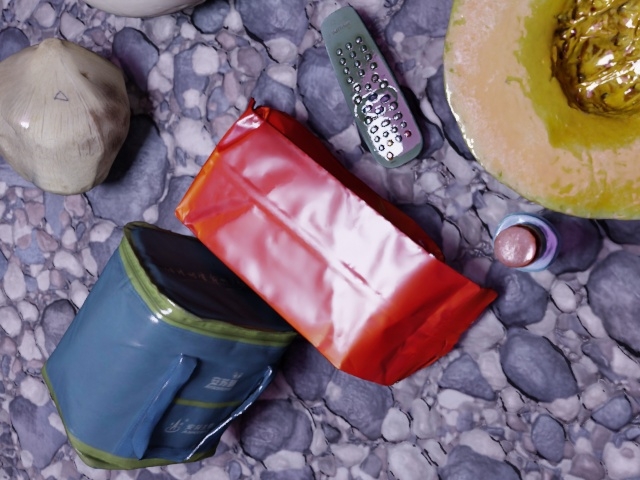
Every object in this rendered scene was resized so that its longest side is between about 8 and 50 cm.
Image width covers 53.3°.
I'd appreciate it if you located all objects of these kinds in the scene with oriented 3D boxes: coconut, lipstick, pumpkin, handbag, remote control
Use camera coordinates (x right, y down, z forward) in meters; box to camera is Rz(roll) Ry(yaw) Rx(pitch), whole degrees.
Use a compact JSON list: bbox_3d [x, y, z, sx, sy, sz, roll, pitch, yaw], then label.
[{"bbox_3d":[-0.371,-0.182,0.906,0.224,0.224,0.224,1,92,22],"label":"coconut"},{"bbox_3d":[0.209,0.002,0.652,0.068,0.274,0.061,28,101,19],"label":"lipstick"},{"bbox_3d":[0.298,-0.194,0.668,0.332,0.199,0.333,2,99,17],"label":"pumpkin"},{"bbox_3d":[-0.187,0.140,0.823,0.241,0.263,0.222,-55,48,17],"label":"handbag"},{"bbox_3d":[0.066,-0.200,0.830,0.072,0.042,0.222,-27,83,21],"label":"remote control"}]

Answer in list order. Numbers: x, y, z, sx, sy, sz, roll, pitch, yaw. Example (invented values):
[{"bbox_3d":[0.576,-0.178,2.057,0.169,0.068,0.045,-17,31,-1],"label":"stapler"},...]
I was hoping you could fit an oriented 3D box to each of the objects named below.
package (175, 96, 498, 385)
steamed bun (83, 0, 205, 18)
[{"bbox_3d":[-0.001,-0.001,0.819,0.423,0.123,0.196,42,107,17],"label":"package"},{"bbox_3d":[-0.254,-0.482,0.804,0.374,0.241,0.375,2,95,25],"label":"steamed bun"}]
